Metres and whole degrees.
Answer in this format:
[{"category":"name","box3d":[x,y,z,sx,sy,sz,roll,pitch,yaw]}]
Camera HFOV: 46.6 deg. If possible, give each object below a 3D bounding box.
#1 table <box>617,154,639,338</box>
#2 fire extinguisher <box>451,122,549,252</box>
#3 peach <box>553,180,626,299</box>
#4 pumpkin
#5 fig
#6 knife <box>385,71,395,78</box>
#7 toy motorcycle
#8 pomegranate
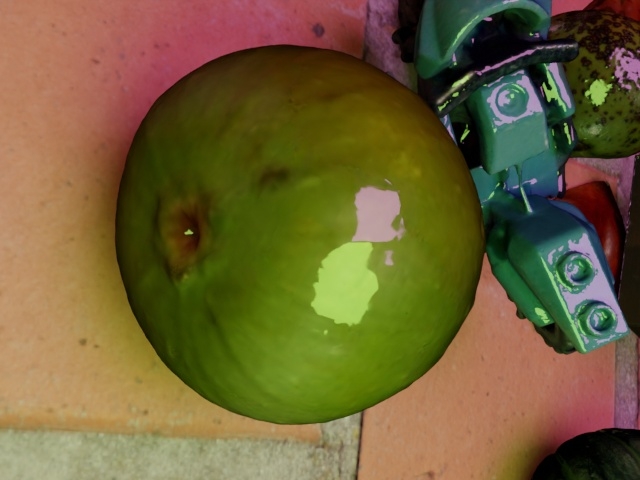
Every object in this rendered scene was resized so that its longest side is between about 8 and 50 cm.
[{"category":"table","box3d":[0.560,0.045,1.027,0.282,0.196,0.250,32,64,-46]},{"category":"fire extinguisher","box3d":[0.203,-0.128,0.867,0.114,0.135,0.337,-17,95,-79]},{"category":"peach","box3d":[0.376,0.020,1.008,0.189,0.068,0.279,42,61,-26]},{"category":"pumpkin","box3d":[0.345,0.331,0.868,0.250,0.216,0.250,-4,108,-12]},{"category":"fig","box3d":[0.000,0.000,0.619,0.316,0.316,0.316,6,80,-35]},{"category":"knife","box3d":[0.093,-0.067,0.842,0.063,0.035,0.260,14,72,-37]},{"category":"toy motorcycle","box3d":[0.170,-0.080,0.699,0.172,0.232,0.416,-21,89,-3]},{"category":"pomegranate","box3d":[0.349,-0.223,0.932,0.214,0.214,0.248,28,80,-29]}]
